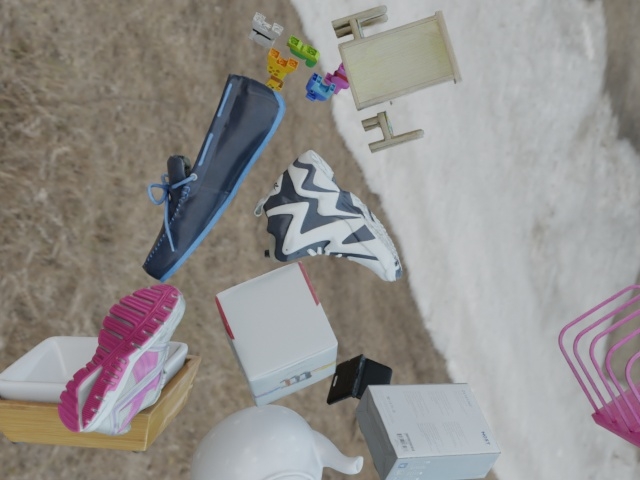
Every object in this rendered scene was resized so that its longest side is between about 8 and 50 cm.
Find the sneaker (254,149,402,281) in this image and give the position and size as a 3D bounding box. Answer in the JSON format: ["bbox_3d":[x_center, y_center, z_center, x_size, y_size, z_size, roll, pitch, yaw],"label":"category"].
[{"bbox_3d":[0.000,0.000,1.593,0.235,0.153,0.094,46,16,-26],"label":"sneaker"}]

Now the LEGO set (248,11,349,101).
[{"bbox_3d":[-0.049,-0.309,2.025,0.093,0.227,0.087,-45,-160,54],"label":"LEGO set"}]

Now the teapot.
[{"bbox_3d":[-0.100,0.428,1.924,0.252,0.187,0.256,9,120,-35],"label":"teapot"}]

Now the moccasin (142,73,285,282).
[{"bbox_3d":[-0.185,-0.100,1.691,0.342,0.116,0.138,-58,-170,0],"label":"moccasin"}]

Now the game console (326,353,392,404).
[{"bbox_3d":[0.082,0.306,2.313,0.071,0.107,0.122,50,32,-22],"label":"game console"}]

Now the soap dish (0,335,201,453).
[{"bbox_3d":[-0.368,0.250,1.812,0.229,0.290,0.118,-50,140,-68],"label":"soap dish"}]

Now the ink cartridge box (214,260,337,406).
[{"bbox_3d":[-0.058,0.131,1.493,0.127,0.128,0.176,-23,163,-9],"label":"ink cartridge box"}]

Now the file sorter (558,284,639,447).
[{"bbox_3d":[0.534,0.195,1.753,0.202,0.182,0.290,-32,-172,-6],"label":"file sorter"}]

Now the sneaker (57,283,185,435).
[{"bbox_3d":[-0.277,0.180,1.630,0.252,0.103,0.111,-55,142,-4],"label":"sneaker"}]

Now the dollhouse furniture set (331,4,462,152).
[{"bbox_3d":[0.124,-0.265,1.725,0.242,0.161,0.212,-28,102,-85],"label":"dollhouse furniture set"}]

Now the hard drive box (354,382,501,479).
[{"bbox_3d":[0.208,0.375,2.156,0.232,0.181,0.089,2,132,-24],"label":"hard drive box"}]
